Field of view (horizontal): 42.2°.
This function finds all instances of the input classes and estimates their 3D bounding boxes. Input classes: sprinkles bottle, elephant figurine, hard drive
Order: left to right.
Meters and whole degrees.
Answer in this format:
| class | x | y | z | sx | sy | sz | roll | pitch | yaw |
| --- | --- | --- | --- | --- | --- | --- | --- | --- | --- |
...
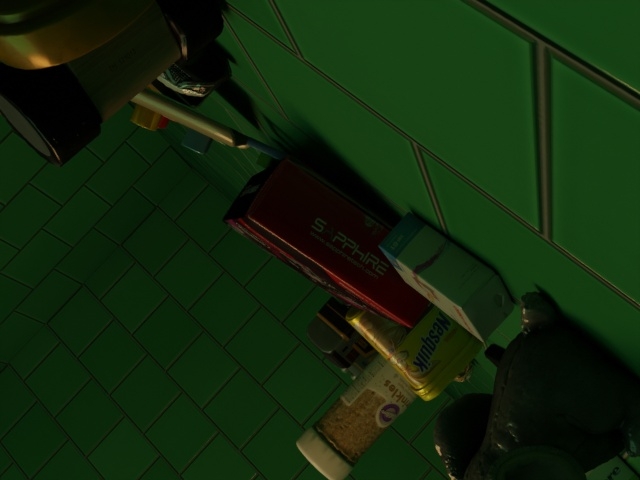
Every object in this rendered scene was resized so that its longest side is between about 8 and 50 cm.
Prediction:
| class | x | y | z | sx | sy | sz | roll | pitch | yaw |
| --- | --- | --- | --- | --- | --- | --- | --- | --- | --- |
| sprinkles bottle | 0.111 | 0.316 | 1.661 | 0.121 | 0.355 | 0.121 | 43 | 176 | 4 |
| elephant figurine | 0.183 | 0.206 | 0.747 | 0.186 | 0.239 | 0.169 | 41 | 176 | 20 |
| hard drive | 0.294 | 0.203 | 1.154 | 0.135 | 0.022 | 0.094 | 43 | 176 | -12 |

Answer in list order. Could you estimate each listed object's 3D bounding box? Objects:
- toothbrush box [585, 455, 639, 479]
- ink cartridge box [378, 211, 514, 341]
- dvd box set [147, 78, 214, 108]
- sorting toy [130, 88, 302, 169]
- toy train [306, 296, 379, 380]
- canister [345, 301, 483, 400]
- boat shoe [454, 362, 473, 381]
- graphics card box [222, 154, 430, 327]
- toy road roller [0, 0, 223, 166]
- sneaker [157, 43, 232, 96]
| class | x | y | z | sx | sy | sz | roll | pitch | yaw |
| --- | --- | --- | --- | --- | --- | --- | --- | --- | --- |
| toothbrush box | 0.430 | 0.406 | 1.274 | 0.283 | 0.122 | 0.206 | 46 | 175 | -17 |
| ink cartridge box | 0.129 | 0.037 | 0.844 | 0.122 | 0.052 | 0.088 | 37 | 173 | 38 |
| dvd box set | -0.317 | -0.329 | 1.172 | 0.307 | 0.062 | 0.420 | 43 | 176 | -28 |
| sorting toy | -0.190 | -0.159 | 1.118 | 0.347 | 0.047 | 0.196 | 25 | -176 | 0 |
| toy train | 0.107 | 0.222 | 1.877 | 0.142 | 0.190 | 0.334 | 39 | 174 | 40 |
| canister | 0.135 | 0.132 | 1.216 | 0.170 | 0.126 | 0.073 | 45 | 176 | -8 |
| boat shoe | 0.258 | 0.234 | 1.548 | 0.059 | 0.063 | 0.170 | 39 | -176 | 16 |
| graphics card box | 0.000 | 0.000 | 1.091 | 0.233 | 0.094 | 0.371 | 34 | 175 | -11 |
| toy road roller | -0.260 | -0.245 | 0.707 | 0.329 | 0.202 | 0.240 | 33 | 159 | 35 |
| sneaker | -0.174 | -0.228 | 0.894 | 0.178 | 0.072 | 0.077 | 37 | 165 | 0 |
